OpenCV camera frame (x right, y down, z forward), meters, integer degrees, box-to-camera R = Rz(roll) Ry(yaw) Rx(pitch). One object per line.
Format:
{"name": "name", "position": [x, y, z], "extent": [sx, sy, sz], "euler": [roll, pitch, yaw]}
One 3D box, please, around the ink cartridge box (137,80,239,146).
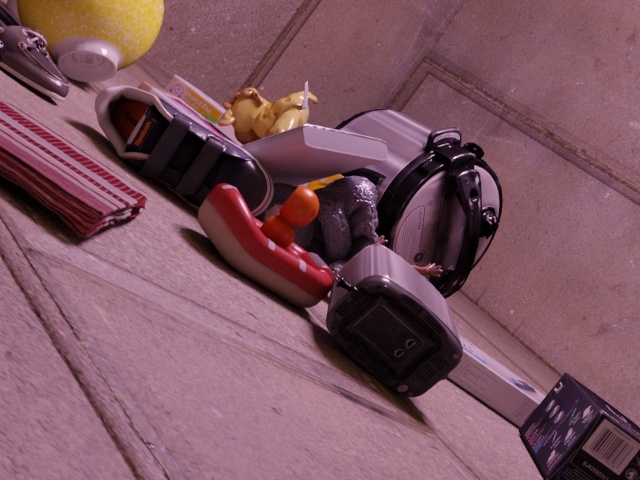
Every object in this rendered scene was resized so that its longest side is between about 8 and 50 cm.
{"name": "ink cartridge box", "position": [-0.270, -0.214, 2.238], "extent": [0.235, 0.088, 0.193], "euler": [39, 5, 8]}

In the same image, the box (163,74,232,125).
{"name": "box", "position": [-0.280, -0.278, 2.540], "extent": [0.203, 0.114, 0.103], "euler": [38, 6, 24]}

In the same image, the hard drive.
{"name": "hard drive", "position": [-0.068, -0.131, 1.871], "extent": [0.308, 0.040, 0.203], "euler": [-14, -14, 42]}

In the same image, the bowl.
{"name": "bowl", "position": [-0.458, -0.407, 2.162], "extent": [0.289, 0.290, 0.156], "euler": [30, 53, -51]}

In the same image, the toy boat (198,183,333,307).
{"name": "toy boat", "position": [-0.061, -0.015, 1.592], "extent": [0.231, 0.151, 0.151], "euler": [34, 7, -31]}

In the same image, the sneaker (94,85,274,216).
{"name": "sneaker", "position": [-0.228, -0.138, 1.736], "extent": [0.321, 0.126, 0.127], "euler": [30, 1, 12]}

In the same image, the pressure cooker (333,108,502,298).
{"name": "pressure cooker", "position": [0.213, -0.083, 2.521], "extent": [0.420, 0.375, 0.370], "euler": [37, -7, 44]}

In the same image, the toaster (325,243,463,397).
{"name": "toaster", "position": [0.095, 0.103, 1.548], "extent": [0.227, 0.129, 0.146], "euler": [40, 19, -15]}

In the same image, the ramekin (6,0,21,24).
{"name": "ramekin", "position": [-0.579, -0.499, 2.457], "extent": [0.273, 0.127, 0.273], "euler": [36, 6, -4]}

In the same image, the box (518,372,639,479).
{"name": "box", "position": [0.452, 0.345, 1.807], "extent": [0.165, 0.143, 0.270], "euler": [37, 5, -4]}

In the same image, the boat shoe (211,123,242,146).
{"name": "boat shoe", "position": [-0.135, -0.141, 2.416], "extent": [0.341, 0.158, 0.127], "euler": [17, 43, 14]}

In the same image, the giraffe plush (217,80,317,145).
{"name": "giraffe plush", "position": [-0.116, -0.241, 2.266], "extent": [0.171, 0.210, 0.181], "euler": [13, 14, 17]}

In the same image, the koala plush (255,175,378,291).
{"name": "koala plush", "position": [-0.030, -0.036, 1.868], "extent": [0.221, 0.203, 0.196], "euler": [16, 10, -27]}

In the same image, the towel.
{"name": "towel", "position": [-0.323, -0.092, 1.258], "extent": [0.237, 0.037, 0.329], "euler": [34, 4, -3]}

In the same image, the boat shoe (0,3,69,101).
{"name": "boat shoe", "position": [-0.530, -0.356, 1.786], "extent": [0.335, 0.095, 0.112], "euler": [38, 6, 9]}

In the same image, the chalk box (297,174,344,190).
{"name": "chalk box", "position": [-0.022, -0.072, 2.238], "extent": [0.132, 0.132, 0.213], "euler": [37, -12, 8]}

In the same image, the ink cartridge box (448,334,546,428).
{"name": "ink cartridge box", "position": [0.314, 0.254, 2.100], "extent": [0.296, 0.066, 0.261], "euler": [36, 7, -14]}

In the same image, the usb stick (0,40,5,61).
{"name": "usb stick", "position": [-0.566, -0.339, 1.658], "extent": [0.077, 0.045, 0.278], "euler": [-8, 38, -41]}

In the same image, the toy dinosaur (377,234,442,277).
{"name": "toy dinosaur", "position": [0.104, 0.053, 2.210], "extent": [0.296, 0.127, 0.200], "euler": [34, 10, 35]}
